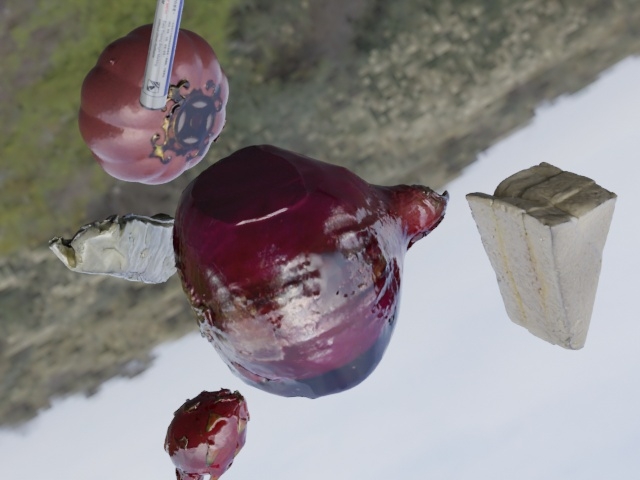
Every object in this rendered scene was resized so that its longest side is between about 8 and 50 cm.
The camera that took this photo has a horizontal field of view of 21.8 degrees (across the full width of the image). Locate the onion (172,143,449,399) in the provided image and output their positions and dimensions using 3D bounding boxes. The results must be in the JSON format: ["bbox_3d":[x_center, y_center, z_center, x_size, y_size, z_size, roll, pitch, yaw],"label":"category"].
[{"bbox_3d":[0.000,0.000,1.236,0.218,0.140,0.195,-26,-140,-10],"label":"onion"}]

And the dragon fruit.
[{"bbox_3d":[-0.146,0.258,1.949,0.190,0.094,0.094,-67,172,14],"label":"dragon fruit"}]

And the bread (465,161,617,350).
[{"bbox_3d":[0.159,0.025,1.256,0.077,0.152,0.105,25,-147,32],"label":"bread"}]

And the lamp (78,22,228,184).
[{"bbox_3d":[-0.188,-0.151,1.816,0.140,0.182,0.182,26,-139,35],"label":"lamp"}]

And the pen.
[{"bbox_3d":[-0.132,-0.204,1.459,0.025,0.025,0.204,-32,146,-46],"label":"pen"}]

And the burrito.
[{"bbox_3d":[-0.162,0.004,1.432,0.229,0.058,0.063,11,99,-74],"label":"burrito"}]
